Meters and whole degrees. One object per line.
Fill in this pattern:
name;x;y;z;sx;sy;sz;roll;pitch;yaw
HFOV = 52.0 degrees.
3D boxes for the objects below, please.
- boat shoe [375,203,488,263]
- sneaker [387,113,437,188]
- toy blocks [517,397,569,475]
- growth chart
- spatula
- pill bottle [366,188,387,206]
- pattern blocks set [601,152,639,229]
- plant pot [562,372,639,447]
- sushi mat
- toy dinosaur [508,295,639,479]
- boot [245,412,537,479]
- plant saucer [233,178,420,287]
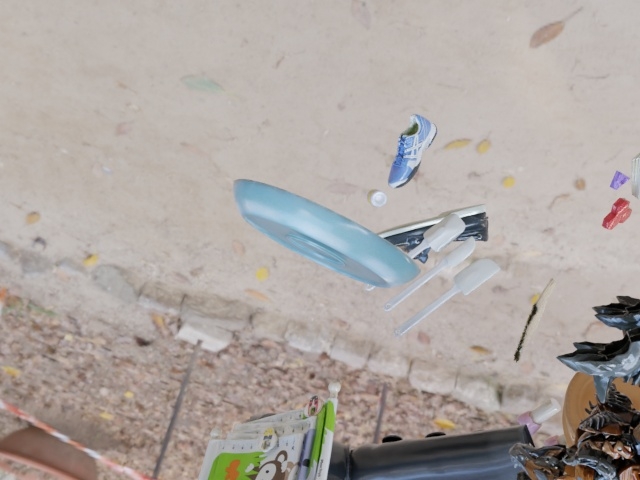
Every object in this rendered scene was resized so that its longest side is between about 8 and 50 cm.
boat shoe;0.267;0.001;1.670;0.339;0.113;0.127;-16;-177;-2
sneaker;0.226;-0.237;1.734;0.081;0.211;0.080;33;169;-38
toy blocks;0.653;0.671;1.829;0.309;0.288;0.260;41;118;-3
growth chart;-0.075;0.282;0.815;0.237;0.172;0.021;-26;127;28
spatula;0.213;0.070;1.308;0.242;0.168;0.019;-38;148;10
pill bottle;0.147;-0.114;1.747;0.043;0.043;0.083;24;-176;-11
pattern blocks set;0.772;-0.185;1.485;0.026;0.324;0.286;47;159;40
plant pot;0.604;0.343;1.275;0.290;0.291;0.203;-5;154;34
sushi mat;0.544;0.194;1.658;0.019;0.152;0.316;23;-162;22
toy dinosaur;0.320;0.164;0.580;0.321;0.219;0.164;-21;180;15
boot;0.132;0.377;1.105;0.444;0.146;0.367;-7;151;21
plant saucer;0.000;0.000;1.008;0.317;0.044;0.317;26;172;4
